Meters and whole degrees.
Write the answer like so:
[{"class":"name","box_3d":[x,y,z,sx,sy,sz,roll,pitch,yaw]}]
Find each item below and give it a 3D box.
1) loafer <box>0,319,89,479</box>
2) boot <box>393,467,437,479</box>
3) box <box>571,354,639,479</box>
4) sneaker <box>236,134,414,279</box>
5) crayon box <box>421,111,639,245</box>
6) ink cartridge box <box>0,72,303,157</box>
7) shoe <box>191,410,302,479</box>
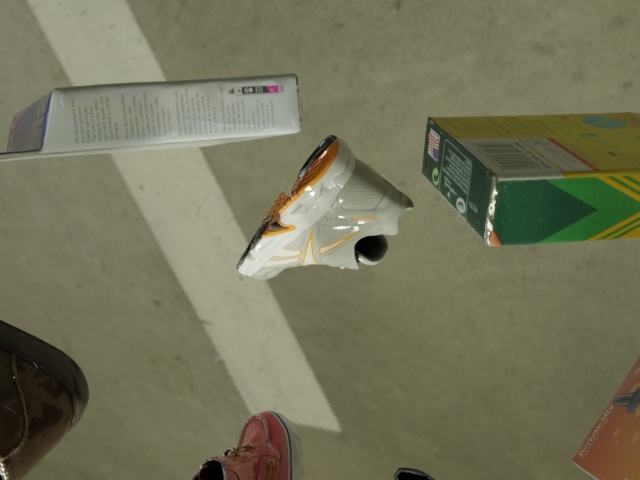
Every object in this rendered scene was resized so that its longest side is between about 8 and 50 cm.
[{"class":"loafer","box_3d":[-0.369,0.092,0.646,0.365,0.130,0.134,23,127,-9]},{"class":"boot","box_3d":[0.207,0.435,1.348,0.190,0.069,0.086,11,143,32]},{"class":"box","box_3d":[0.320,0.188,0.719,0.091,0.130,0.170,34,177,-5]},{"class":"sneaker","box_3d":[0.000,0.000,0.860,0.121,0.099,0.262,32,152,-9]},{"class":"crayon box","box_3d":[0.297,-0.077,0.921,0.318,0.202,0.081,-3,116,-12]},{"class":"ink cartridge box","box_3d":[-0.233,-0.127,0.895,0.324,0.330,0.071,8,103,63]},{"class":"shoe","box_3d":[-0.062,0.189,0.678,0.081,0.178,0.063,37,107,-23]}]
